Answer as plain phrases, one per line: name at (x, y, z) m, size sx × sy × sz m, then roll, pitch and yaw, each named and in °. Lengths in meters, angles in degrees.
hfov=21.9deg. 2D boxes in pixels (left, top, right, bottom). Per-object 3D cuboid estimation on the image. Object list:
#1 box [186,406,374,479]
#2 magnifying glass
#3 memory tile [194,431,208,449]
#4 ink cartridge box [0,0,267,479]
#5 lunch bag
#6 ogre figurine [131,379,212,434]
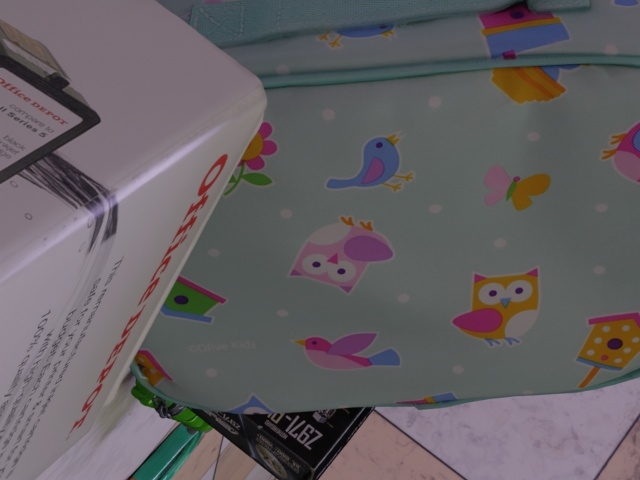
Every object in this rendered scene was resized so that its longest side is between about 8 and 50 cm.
box at (-0.034, 0.056, 1.114) m, size 0.147 × 0.180 × 0.077 m, roll -50°, pitch 172°, yaw -22°
magnifying glass at (-0.177, 0.243, 1.663) m, size 0.092 × 0.026 × 0.231 m, roll -56°, pitch 171°, yaw 21°
memory tile at (-0.101, 0.171, 1.831) m, size 0.148 × 0.012 × 0.113 m, roll -49°, pitch 171°, yaw -32°
ink cartridge box at (-0.158, 0.034, 0.545) m, size 0.273 × 0.114 × 0.198 m, roll -42°, pitch 167°, yaw -54°
lunch bag at (0.037, -0.032, 0.731) m, size 0.108 × 0.279 × 0.224 m, roll -89°, pitch 172°, yaw -47°
ogre figurine at (-0.070, 0.084, 1.379) m, size 0.118 × 0.096 × 0.197 m, roll 79°, pitch 30°, yaw -55°
